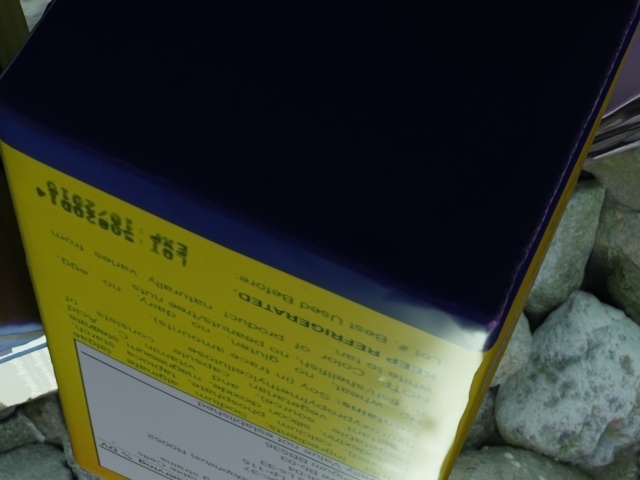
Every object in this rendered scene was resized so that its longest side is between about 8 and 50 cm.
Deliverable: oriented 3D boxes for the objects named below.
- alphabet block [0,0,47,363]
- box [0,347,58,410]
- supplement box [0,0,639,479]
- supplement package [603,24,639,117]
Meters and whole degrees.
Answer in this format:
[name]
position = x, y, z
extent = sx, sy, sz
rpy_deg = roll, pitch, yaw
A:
[alphabet block]
position = -0.242, -0.020, 0.726
extent = 0.192, 0.197, 0.193
rpy_deg = -21, 174, 13
[box]
position = -0.167, 0.001, 1.153
extent = 0.381, 0.143, 0.191
rpy_deg = -19, 147, -4
[supplement box]
position = 0.000, 0.000, 0.671
extent = 0.356, 0.194, 0.195
rpy_deg = 98, 18, -61
[supplement package]
position = 0.121, -0.124, 0.881
extent = 0.244, 0.134, 0.139
rpy_deg = -33, -177, 12
